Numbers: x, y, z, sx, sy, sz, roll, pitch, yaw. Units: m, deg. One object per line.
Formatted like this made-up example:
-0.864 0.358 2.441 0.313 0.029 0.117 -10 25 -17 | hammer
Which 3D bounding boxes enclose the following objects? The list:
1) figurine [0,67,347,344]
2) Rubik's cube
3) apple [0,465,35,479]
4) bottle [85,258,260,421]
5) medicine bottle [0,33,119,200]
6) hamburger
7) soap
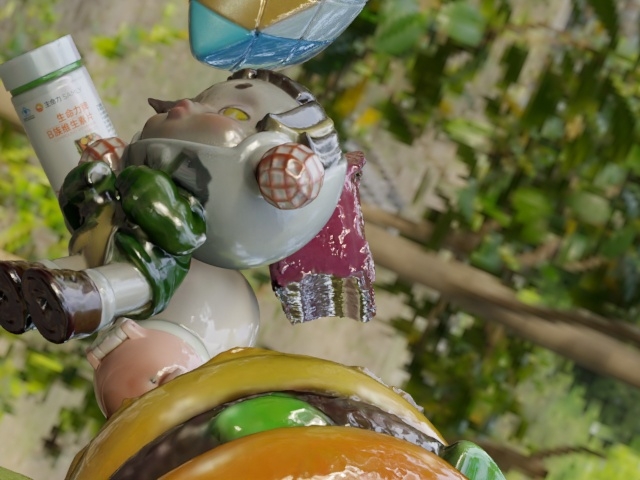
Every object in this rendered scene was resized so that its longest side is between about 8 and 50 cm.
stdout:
-0.114 -0.028 1.416 0.370 0.281 0.167 -35 118 -40 | figurine
-0.019 -0.296 2.042 0.254 0.254 0.254 23 90 -82 | Rubik's cube
-0.392 0.352 1.529 0.374 0.384 0.374 46 35 -47 | apple
-0.149 0.113 1.634 0.236 0.148 0.147 -68 178 -67 | bottle
-0.260 -0.114 1.732 0.183 0.086 0.086 65 22 -10 | medicine bottle
-0.039 0.300 1.306 0.277 0.396 0.395 -129 -121 -69 | hamburger
0.000 0.000 1.785 0.289 0.112 0.182 79 8 -72 | soap
